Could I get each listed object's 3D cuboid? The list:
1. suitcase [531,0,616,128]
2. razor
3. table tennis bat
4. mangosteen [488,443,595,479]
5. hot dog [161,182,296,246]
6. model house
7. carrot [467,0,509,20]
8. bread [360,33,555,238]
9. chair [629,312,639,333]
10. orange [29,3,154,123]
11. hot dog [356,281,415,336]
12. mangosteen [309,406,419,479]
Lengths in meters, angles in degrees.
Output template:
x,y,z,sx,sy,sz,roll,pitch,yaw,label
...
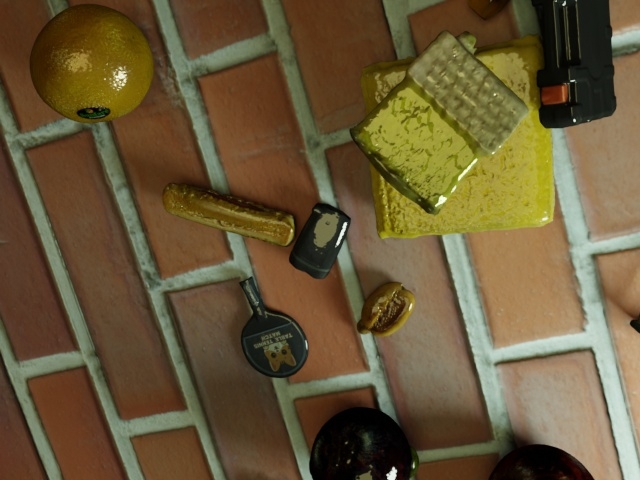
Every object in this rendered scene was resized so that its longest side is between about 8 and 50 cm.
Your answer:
x,y,z,sx,sy,sz,roll,pitch,yaw,label
0.411,-0.332,1.048,0.066,0.206,0.285,2,104,42,suitcase
0.000,0.000,1.306,0.090,0.054,0.148,27,108,3,razor
-0.114,0.189,1.396,0.150,0.027,0.236,-20,100,18,table tennis bat
0.448,0.521,1.245,0.262,0.235,0.235,21,110,-27,mangosteen
-0.185,-0.058,1.334,0.289,0.068,0.083,17,129,6,hot dog
0.188,-0.188,1.001,0.193,0.175,0.234,43,111,0,model house
0.371,-0.511,1.090,0.066,0.066,0.314,43,108,2,carrot
0.247,-0.178,1.157,0.324,0.143,0.332,-3,102,14,bread
0.627,0.100,1.158,0.095,0.104,0.221,25,104,34,chair
-0.438,-0.337,1.253,0.236,0.236,0.236,3,103,13,orange
0.130,0.145,1.308,0.090,0.060,0.140,36,102,8,hot dog
0.087,0.450,1.324,0.216,0.216,0.216,3,103,13,mangosteen
